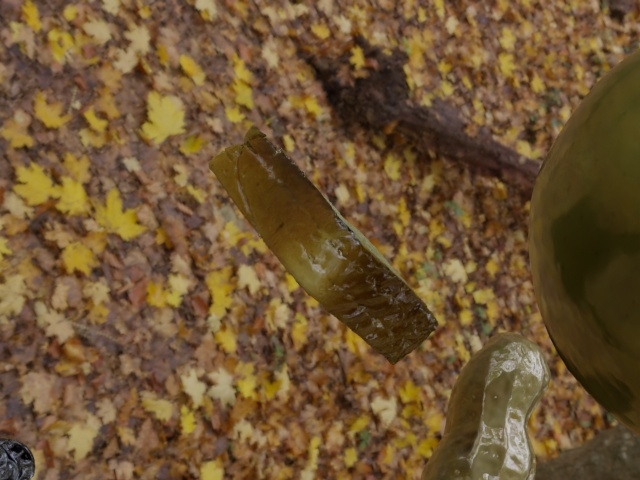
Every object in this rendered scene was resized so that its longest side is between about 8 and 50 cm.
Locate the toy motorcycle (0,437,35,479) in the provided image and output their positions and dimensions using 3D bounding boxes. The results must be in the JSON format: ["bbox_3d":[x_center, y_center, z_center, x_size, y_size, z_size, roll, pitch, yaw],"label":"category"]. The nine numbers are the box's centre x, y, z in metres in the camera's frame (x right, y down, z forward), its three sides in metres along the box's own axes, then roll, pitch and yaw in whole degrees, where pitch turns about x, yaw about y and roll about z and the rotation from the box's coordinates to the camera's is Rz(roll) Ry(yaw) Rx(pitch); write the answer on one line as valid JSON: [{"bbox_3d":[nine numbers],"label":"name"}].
[{"bbox_3d":[-0.440,0.406,0.874,0.212,0.125,0.359,-3,89,-26],"label":"toy motorcycle"}]

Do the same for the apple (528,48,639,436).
[{"bbox_3d":[0.339,0.012,0.586,0.357,0.357,0.357,42,36,-41],"label":"apple"}]

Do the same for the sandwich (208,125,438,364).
[{"bbox_3d":[0.000,0.000,0.677,0.215,0.065,0.186,49,4,41],"label":"sandwich"}]

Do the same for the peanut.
[{"bbox_3d":[0.209,0.232,0.905,0.111,0.125,0.275,74,37,-56],"label":"peanut"}]
